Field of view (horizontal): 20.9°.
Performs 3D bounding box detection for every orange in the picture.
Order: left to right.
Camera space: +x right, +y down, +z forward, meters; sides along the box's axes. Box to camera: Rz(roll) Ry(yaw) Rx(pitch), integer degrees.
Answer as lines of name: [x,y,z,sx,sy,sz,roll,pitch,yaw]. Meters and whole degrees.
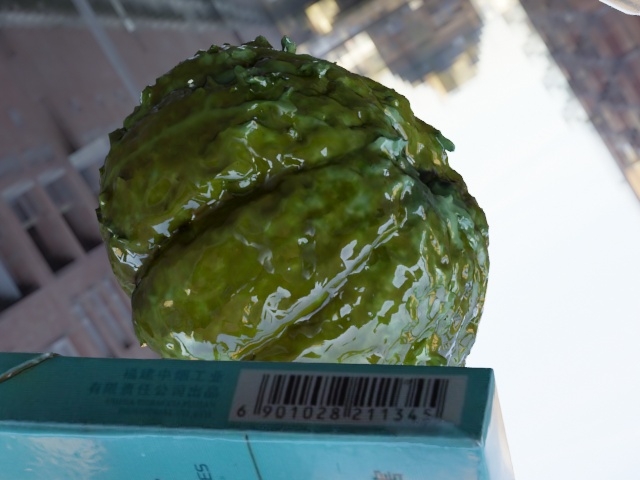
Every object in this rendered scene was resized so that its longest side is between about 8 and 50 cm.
orange: [0.000,0.000,1.184,0.223,0.300,0.301,-36,160,24]

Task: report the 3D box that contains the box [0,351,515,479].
box: [-0.037,0.105,0.679,0.229,0.162,0.041,0,-131,15]

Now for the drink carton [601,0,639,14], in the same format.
drink carton: [0.104,-0.208,0.845,0.191,0.190,0.185,-64,-164,7]
